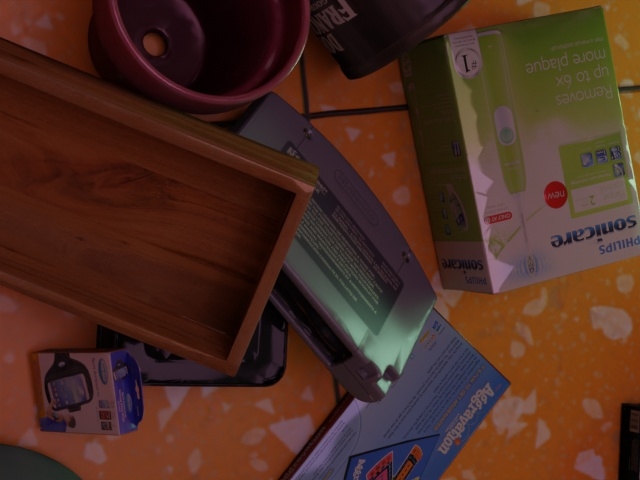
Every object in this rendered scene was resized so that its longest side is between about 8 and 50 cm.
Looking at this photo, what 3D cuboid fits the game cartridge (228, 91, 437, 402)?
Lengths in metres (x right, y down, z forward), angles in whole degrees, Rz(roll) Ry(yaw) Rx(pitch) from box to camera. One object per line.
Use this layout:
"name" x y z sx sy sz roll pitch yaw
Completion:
"game cartridge" 0.000 0.000 1.369 0.297 0.062 0.198 51 33 -15

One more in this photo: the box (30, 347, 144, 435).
"box" -0.225 0.146 1.287 0.028 0.136 0.081 -10 94 -48

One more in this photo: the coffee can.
"coffee can" 0.022 -0.333 1.351 0.201 0.201 0.275 -44 105 -16

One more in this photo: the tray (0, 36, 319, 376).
"tray" -0.229 -0.048 1.214 0.411 0.076 0.203 22 109 -4

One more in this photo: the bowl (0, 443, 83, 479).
"bowl" -0.309 0.358 1.221 0.311 0.163 0.311 -3 98 -24

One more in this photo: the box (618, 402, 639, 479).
"box" 0.437 0.315 1.605 0.159 0.044 0.233 4 89 -23

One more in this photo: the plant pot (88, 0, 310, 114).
"plant pot" -0.138 -0.211 1.288 0.201 0.180 0.201 4 82 -28

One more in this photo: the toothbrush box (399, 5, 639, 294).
"toothbrush box" 0.225 -0.101 1.478 0.206 0.122 0.283 -13 96 -22

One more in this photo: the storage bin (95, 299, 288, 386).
"storage bin" -0.130 0.084 1.352 0.180 0.084 0.122 3 89 -22

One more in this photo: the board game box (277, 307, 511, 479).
"board game box" 0.078 0.220 1.468 0.145 0.027 0.281 44 75 -15
